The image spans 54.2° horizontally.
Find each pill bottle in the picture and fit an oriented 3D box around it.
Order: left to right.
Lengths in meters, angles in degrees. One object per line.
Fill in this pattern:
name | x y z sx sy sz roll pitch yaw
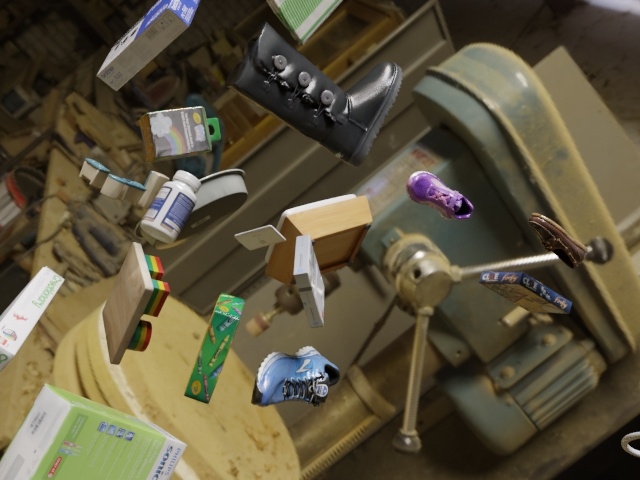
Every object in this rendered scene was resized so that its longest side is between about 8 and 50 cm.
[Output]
pill bottle | -0.260 -0.061 1.104 0.067 0.120 0.067 23 -20 9

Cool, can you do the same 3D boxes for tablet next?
tablet | -0.112 -0.004 1.159 0.054 0.083 0.006 46 39 -45

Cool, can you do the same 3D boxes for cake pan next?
cake pan | -0.293 -0.066 1.475 0.054 0.293 0.293 59 4 6

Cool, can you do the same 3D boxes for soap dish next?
soap dish | 0.000 0.000 1.760 0.290 0.229 0.118 -17 55 -38

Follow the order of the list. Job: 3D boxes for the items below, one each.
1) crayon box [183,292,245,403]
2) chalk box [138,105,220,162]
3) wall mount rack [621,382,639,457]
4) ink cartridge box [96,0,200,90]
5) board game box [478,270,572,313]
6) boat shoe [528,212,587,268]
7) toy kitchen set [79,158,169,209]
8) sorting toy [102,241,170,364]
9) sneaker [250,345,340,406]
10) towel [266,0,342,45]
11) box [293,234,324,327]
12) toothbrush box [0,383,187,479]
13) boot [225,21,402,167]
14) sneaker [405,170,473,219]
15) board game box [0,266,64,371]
crayon box | -0.309 0.312 1.836 0.081 0.279 0.165 20 12 -6
chalk box | -0.398 -0.309 1.812 0.132 0.212 0.133 3 -76 63
wall mount rack | 0.774 0.357 1.191 0.304 0.350 0.131 42 49 -31
ink cartridge box | -0.293 -0.348 1.066 0.046 0.207 0.097 39 41 -32
board game box | 0.640 0.163 1.958 0.243 0.042 0.165 28 -16 -27
boat shoe | 0.666 0.003 1.770 0.207 0.073 0.073 35 -4 -11
toy kitchen set | -0.631 -0.203 2.018 0.166 0.122 0.207 32 6 28
sorting toy | -0.521 0.180 1.776 0.089 0.256 0.257 18 19 -32
sneaker | -0.055 0.367 1.650 0.147 0.130 0.330 20 15 30
towel | -0.078 -0.730 1.686 0.325 0.248 0.038 47 -15 -30
box | -0.026 0.103 1.569 0.145 0.038 0.186 -88 166 -50
toothbrush box | -0.422 0.418 1.155 0.122 0.206 0.283 12 -20 43
boot | -0.005 -0.471 1.801 0.445 0.367 0.146 30 -20 -20
sneaker | 0.351 -0.122 1.796 0.236 0.095 0.104 25 5 -30
board game box | -0.587 0.184 1.147 0.053 0.193 0.305 40 11 -19
